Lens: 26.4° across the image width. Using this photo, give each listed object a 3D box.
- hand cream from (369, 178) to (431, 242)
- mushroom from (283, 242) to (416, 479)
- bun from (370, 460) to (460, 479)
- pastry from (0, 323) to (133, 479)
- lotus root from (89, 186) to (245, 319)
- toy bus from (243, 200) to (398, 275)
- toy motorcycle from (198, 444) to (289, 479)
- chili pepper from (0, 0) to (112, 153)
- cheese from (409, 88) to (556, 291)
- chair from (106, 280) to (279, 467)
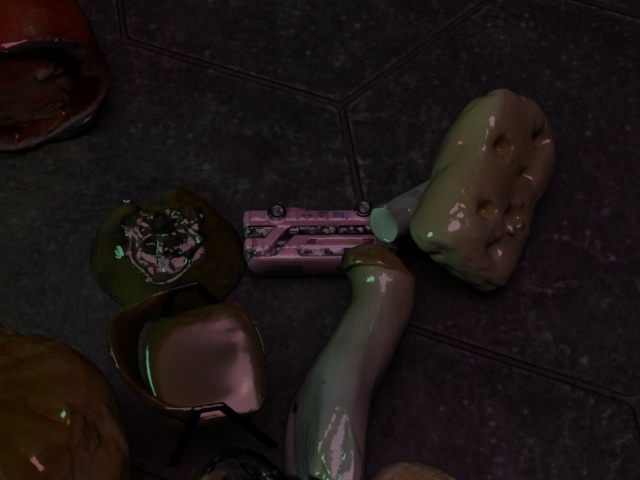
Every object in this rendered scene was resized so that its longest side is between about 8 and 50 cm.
[{"bbox_3d":[0.146,-0.050,1.787,0.205,0.050,0.078,-26,61,-42],"label":"hand cream"},{"bbox_3d":[0.046,0.159,1.648,0.122,0.159,0.328,32,64,-32],"label":"mushroom"},{"bbox_3d":[0.124,0.345,1.591,0.188,0.111,0.164,35,51,19],"label":"bun"},{"bbox_3d":[-0.405,0.275,1.531,0.410,0.245,0.409,-6,37,4],"label":"pastry"},{"bbox_3d":[-0.204,0.004,1.779,0.204,0.078,0.183,34,68,18],"label":"lotus root"},{"bbox_3d":[0.000,0.000,1.784,0.203,0.063,0.090,0,64,0],"label":"toy bus"},{"bbox_3d":[-0.105,0.359,1.468,0.237,0.410,0.168,41,115,15],"label":"toy motorcycle"},{"bbox_3d":[-0.453,-0.284,1.869,0.251,0.229,0.305,-30,56,-10],"label":"chili pepper"},{"bbox_3d":[0.220,-0.071,1.760,0.093,0.159,0.262,-4,56,45],"label":"cheese"},{"bbox_3d":[-0.149,0.153,1.608,0.172,0.247,0.158,-12,65,-6],"label":"chair"}]
